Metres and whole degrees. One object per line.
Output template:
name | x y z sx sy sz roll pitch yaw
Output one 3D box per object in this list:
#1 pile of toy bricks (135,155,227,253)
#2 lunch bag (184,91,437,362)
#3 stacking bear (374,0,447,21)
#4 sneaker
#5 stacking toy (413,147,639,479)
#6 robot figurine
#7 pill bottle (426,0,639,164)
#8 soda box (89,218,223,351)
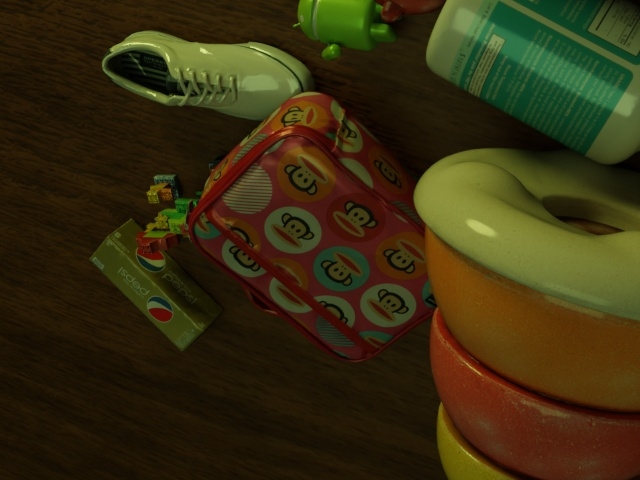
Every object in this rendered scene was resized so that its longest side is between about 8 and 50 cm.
pile of toy bricks | -0.150 -0.032 1.263 0.212 0.105 0.118 1 117 26
lunch bag | 0.000 0.000 1.168 0.293 0.120 0.258 40 124 -17
stacking bear | 0.103 -0.346 0.941 0.164 0.175 0.289 22 133 9
sneaker | -0.136 -0.183 1.181 0.258 0.091 0.094 12 121 21
stacking toy | 0.217 0.173 0.991 0.350 0.350 0.480 19 111 17
robot figurine | 0.027 -0.241 1.084 0.115 0.067 0.101 14 94 19
pill bottle | 0.244 -0.168 0.967 0.264 0.146 0.146 31 126 9
soda box | -0.222 0.061 1.377 0.181 0.061 0.058 45 126 -2
